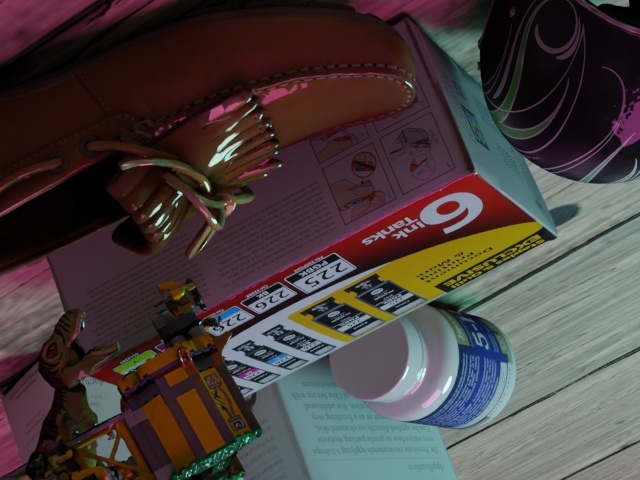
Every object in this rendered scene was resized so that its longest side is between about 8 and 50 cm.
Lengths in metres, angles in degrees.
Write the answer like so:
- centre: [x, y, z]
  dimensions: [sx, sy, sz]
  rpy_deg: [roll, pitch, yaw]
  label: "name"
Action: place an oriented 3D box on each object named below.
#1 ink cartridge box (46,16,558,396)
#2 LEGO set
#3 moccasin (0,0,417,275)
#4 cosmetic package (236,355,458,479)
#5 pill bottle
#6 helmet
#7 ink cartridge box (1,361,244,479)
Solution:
- centre: [0.000, 0.000, 1.462]
  dimensions: [0.309, 0.130, 0.272]
  rpy_deg: [-28, 158, 15]
  label: "ink cartridge box"
- centre: [-0.176, 0.098, 1.226]
  dimensions: [0.255, 0.192, 0.331]
  rpy_deg: [-29, 171, -3]
  label: "LEGO set"
- centre: [-0.118, -0.044, 1.223]
  dimensions: [0.380, 0.147, 0.139]
  rpy_deg: [-16, 158, -14]
  label: "moccasin"
- centre: [0.043, 0.341, 1.860]
  dimensions: [0.161, 0.453, 0.230]
  rpy_deg: [-36, 153, 33]
  label: "cosmetic package"
- centre: [0.092, 0.114, 1.835]
  dimensions: [0.112, 0.112, 0.186]
  rpy_deg: [-32, 157, 24]
  label: "pill bottle"
- centre: [0.186, -0.118, 1.337]
  dimensions: [0.169, 0.169, 0.161]
  rpy_deg: [-10, 139, -27]
  label: "helmet"
- centre: [-0.154, 0.203, 1.672]
  dimensions: [0.158, 0.218, 0.092]
  rpy_deg: [-2, 151, -41]
  label: "ink cartridge box"
